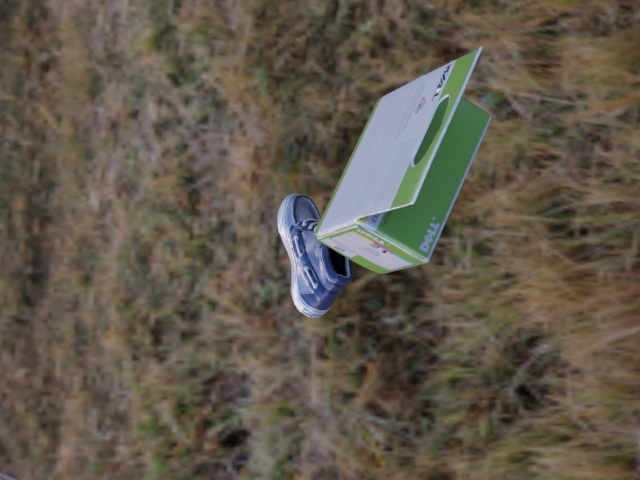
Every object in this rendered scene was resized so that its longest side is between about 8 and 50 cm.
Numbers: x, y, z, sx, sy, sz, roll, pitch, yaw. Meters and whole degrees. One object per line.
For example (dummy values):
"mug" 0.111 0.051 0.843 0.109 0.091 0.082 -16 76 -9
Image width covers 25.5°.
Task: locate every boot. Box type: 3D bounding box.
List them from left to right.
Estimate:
"boot" 0.000 0.000 1.790 0.086 0.069 0.190 -48 41 39

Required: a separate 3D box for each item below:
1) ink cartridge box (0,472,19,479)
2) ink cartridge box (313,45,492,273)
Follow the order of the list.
"ink cartridge box" -0.280 0.311 1.338 0.270 0.395 0.151 -1 62 62
"ink cartridge box" 0.112 -0.077 1.491 0.189 0.097 0.255 -65 17 -16
